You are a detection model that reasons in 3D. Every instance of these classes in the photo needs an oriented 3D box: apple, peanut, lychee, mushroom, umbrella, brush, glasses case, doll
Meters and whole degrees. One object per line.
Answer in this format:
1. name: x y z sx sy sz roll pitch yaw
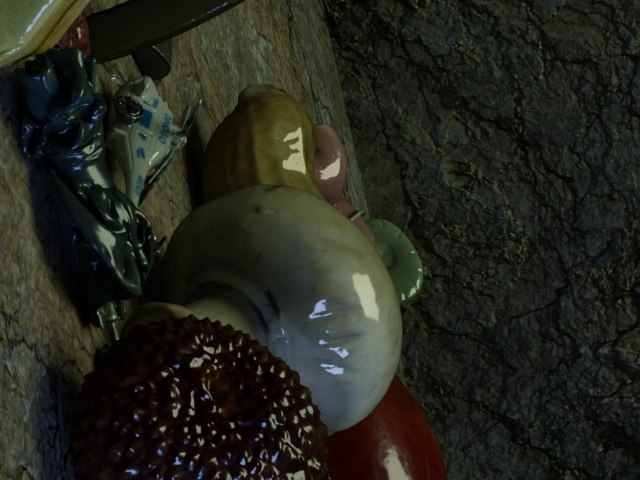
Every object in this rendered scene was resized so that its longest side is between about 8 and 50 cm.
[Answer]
1. apple: 0.036 0.328 2.499 0.329 0.295 0.365 -51 -132 45
2. peanut: -0.077 -0.057 2.348 0.158 0.174 0.340 64 13 -73
3. lychee: -0.121 0.214 1.657 0.271 0.271 0.271 -13 90 -80
4. mushroom: -0.059 0.069 1.985 0.356 0.315 0.315 52 26 -57
5. umbrella: -0.225 -0.027 1.755 0.143 0.094 0.349 -45 125 -69
6. brush: -0.180 -0.265 2.009 0.123 0.197 0.059 -42 110 -80
7. glasses case: -0.220 -0.294 2.263 0.190 0.042 0.072 -93 158 -45
8. doll: 0.000 0.000 2.541 0.268 0.284 0.216 57 -32 22

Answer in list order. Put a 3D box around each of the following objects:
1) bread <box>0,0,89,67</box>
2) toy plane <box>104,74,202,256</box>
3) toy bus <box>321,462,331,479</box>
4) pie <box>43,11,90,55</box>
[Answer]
1. bread: -0.215 -0.275 1.656 0.167 0.264 0.163 -49 124 -70
2. toy plane: -0.214 -0.085 1.970 0.182 0.107 0.273 -40 -150 54
3. toy bus: -0.061 0.259 2.162 0.113 0.139 0.301 58 13 -61
4. pie: -0.286 -0.245 1.858 0.153 0.038 0.153 -10 90 -81
